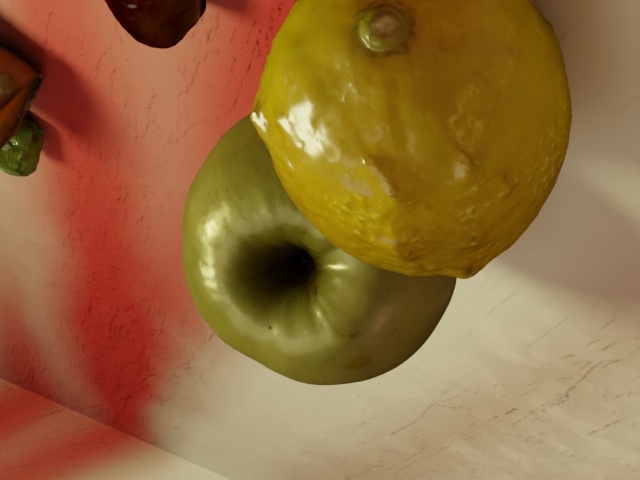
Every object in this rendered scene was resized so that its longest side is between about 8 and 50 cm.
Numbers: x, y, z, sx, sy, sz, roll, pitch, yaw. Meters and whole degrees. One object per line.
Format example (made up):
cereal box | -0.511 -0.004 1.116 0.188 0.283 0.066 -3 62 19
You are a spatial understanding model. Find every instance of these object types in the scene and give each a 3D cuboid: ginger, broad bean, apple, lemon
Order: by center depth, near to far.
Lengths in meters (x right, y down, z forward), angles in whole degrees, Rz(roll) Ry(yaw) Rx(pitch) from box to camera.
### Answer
lemon | 0.071 -0.091 1.001 0.233 0.233 0.288 27 163 19
broad bean | -0.158 -0.248 1.202 0.114 0.084 0.165 9 144 16
apple | 0.000 0.000 1.233 0.262 0.262 0.262 29 157 13
ginger | -0.491 -0.185 1.792 0.290 0.089 0.137 37 173 -14

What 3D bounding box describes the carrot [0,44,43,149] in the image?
carrot | -0.519 -0.213 1.591 0.341 0.224 0.224 36 158 -6
